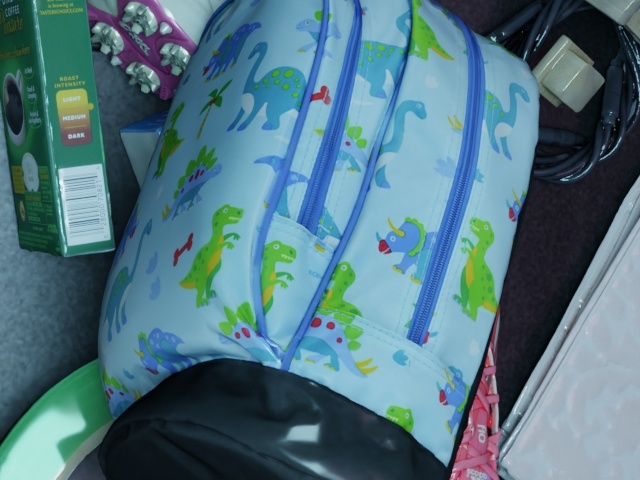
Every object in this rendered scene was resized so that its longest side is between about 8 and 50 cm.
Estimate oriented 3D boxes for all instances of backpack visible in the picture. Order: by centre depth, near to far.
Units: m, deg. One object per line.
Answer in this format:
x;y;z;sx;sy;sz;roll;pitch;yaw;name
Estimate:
0.000;0.000;0.915;0.273;0.290;0.355;40;64;-11;backpack

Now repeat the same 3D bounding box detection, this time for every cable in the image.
0.214;-0.136;1.229;0.184;0.047;0.150;-36;107;-22;cable

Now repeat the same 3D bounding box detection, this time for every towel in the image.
0.333;0.142;1.305;0.332;0.053;0.317;38;77;-23;towel

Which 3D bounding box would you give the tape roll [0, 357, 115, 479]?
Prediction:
-0.088;0.228;1.032;0.321;0.077;0.321;3;79;-16;tape roll

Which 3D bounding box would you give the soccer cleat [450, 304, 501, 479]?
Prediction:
0.101;0.148;1.149;0.109;0.116;0.318;11;88;-27;soccer cleat

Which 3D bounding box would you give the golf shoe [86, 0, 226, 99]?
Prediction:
-0.142;-0.245;1.018;0.140;0.115;0.306;-48;119;-28;golf shoe

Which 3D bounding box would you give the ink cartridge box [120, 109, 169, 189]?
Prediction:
-0.014;-0.061;1.100;0.231;0.078;0.134;-25;104;-24;ink cartridge box

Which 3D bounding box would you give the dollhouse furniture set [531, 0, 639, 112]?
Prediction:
0.324;-0.237;1.263;0.355;0.174;0.303;-50;139;8;dollhouse furniture set

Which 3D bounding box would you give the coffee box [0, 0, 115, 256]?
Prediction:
-0.181;-0.083;0.994;0.040;0.113;0.184;-9;96;-25;coffee box
